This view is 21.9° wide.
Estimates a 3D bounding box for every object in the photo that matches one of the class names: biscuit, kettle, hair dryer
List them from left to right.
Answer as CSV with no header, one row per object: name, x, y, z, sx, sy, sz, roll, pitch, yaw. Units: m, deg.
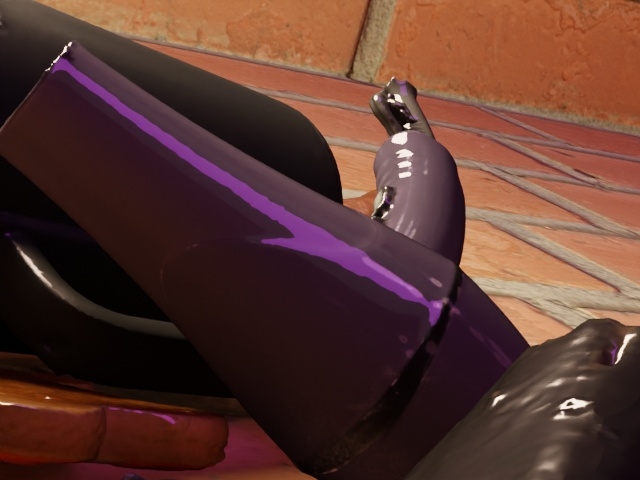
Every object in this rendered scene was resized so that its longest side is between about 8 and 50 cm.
biscuit,-0.165,0.077,0.769,0.250,0.036,0.165,7,-4,42
kettle,-0.130,-0.027,0.907,0.308,0.203,0.262,15,-8,-42
hair dryer,0.005,-0.020,0.878,0.301,0.121,0.361,39,23,-7

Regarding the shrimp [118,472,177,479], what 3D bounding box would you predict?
shrimp,-0.088,0.126,0.686,0.065,0.056,0.165,43,15,32

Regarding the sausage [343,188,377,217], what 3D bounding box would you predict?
sausage,0.002,0.001,1.313,0.087,0.079,0.327,22,15,25

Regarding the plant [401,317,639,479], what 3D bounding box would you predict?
plant,0.074,0.141,0.514,0.164,0.142,0.256,48,39,-17
